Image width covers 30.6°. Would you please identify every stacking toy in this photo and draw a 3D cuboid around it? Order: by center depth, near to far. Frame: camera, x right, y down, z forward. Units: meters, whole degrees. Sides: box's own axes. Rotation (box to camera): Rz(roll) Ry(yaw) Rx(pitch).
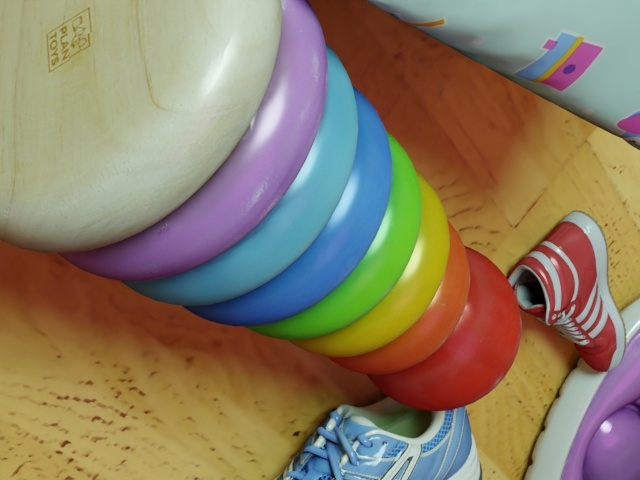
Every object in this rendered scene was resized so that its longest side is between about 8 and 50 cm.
[{"bbox_3d":[0.000,0.000,0.515,0.141,0.141,0.330,-54,139,-3],"label":"stacking toy"}]

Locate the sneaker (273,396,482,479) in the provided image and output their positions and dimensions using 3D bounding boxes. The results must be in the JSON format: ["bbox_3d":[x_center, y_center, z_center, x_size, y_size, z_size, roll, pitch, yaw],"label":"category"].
[{"bbox_3d":[0.002,0.136,0.632,0.211,0.080,0.081,-28,123,-38],"label":"sneaker"}]

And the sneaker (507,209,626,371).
[{"bbox_3d":[0.150,0.046,0.720,0.067,0.042,0.118,-35,124,-25],"label":"sneaker"}]

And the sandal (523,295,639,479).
[{"bbox_3d":[0.205,0.230,0.825,0.169,0.102,0.416,12,105,-43],"label":"sandal"}]

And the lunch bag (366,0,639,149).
[{"bbox_3d":[0.104,-0.200,0.469,0.223,0.160,0.262,17,107,-43],"label":"lunch bag"}]
